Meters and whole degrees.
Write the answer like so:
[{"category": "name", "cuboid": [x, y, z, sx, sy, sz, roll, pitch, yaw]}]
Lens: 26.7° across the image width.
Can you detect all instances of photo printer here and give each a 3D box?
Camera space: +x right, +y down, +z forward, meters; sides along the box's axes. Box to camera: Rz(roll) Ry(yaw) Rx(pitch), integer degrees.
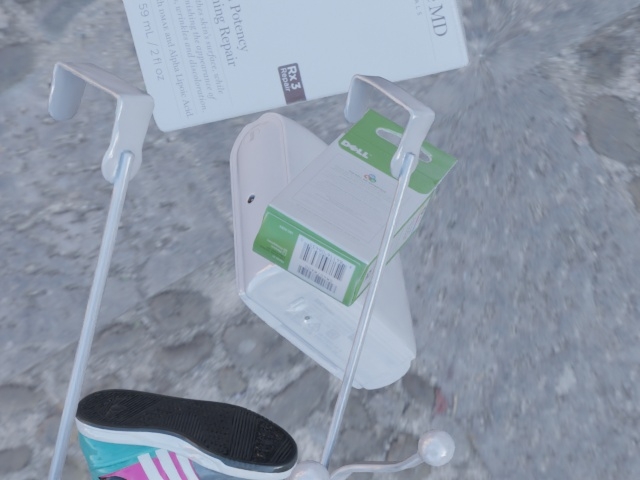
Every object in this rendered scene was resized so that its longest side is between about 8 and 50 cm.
[{"category": "photo printer", "cuboid": [0.000, 0.000, 1.644, 0.107, 0.307, 0.256, -32, 128, 22]}]

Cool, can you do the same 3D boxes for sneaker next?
[{"category": "sneaker", "cuboid": [-0.172, 0.305, 1.723, 0.296, 0.124, 0.178, 10, 122, 16]}]

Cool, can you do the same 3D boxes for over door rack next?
[{"category": "over door rack", "cuboid": [-0.033, 0.073, 0.714, 0.108, 0.240, 0.324, 14, 102, 41]}]

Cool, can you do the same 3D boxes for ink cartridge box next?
[{"category": "ink cartridge box", "cuboid": [0.037, -0.035, 1.288, 0.109, 0.209, 0.062, 31, 131, 11]}]

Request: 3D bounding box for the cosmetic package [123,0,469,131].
[{"category": "cosmetic package", "cuboid": [-0.016, -0.162, 0.979, 0.231, 0.085, 0.117, -13, 104, 10]}]
